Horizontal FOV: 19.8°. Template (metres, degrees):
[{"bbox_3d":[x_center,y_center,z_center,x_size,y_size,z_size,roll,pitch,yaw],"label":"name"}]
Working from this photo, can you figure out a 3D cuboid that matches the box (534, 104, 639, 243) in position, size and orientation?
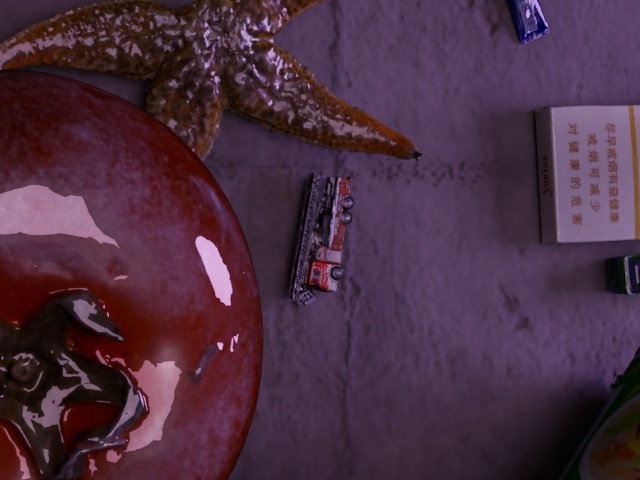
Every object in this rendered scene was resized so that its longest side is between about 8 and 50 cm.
[{"bbox_3d":[0.221,-0.046,1.217,0.167,0.024,0.090,-3,89,-24],"label":"box"}]

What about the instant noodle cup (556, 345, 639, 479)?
[{"bbox_3d":[0.210,0.193,1.127,0.207,0.207,0.232,37,65,-18],"label":"instant noodle cup"}]

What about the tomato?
[{"bbox_3d":[-0.165,0.043,0.935,0.270,0.227,0.270,-4,102,-18],"label":"tomato"}]

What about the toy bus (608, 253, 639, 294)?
[{"bbox_3d":[0.230,0.019,1.213,0.083,0.037,0.031,-5,91,-23],"label":"toy bus"}]

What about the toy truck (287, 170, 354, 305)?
[{"bbox_3d":[0.000,0.000,1.119,0.032,0.024,0.083,11,84,-27],"label":"toy truck"}]

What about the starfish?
[{"bbox_3d":[-0.072,-0.083,1.081,0.247,0.050,0.138,-16,95,-16],"label":"starfish"}]

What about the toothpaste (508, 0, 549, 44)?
[{"bbox_3d":[0.126,-0.169,1.187,0.024,0.015,0.083,-27,104,-23],"label":"toothpaste"}]
